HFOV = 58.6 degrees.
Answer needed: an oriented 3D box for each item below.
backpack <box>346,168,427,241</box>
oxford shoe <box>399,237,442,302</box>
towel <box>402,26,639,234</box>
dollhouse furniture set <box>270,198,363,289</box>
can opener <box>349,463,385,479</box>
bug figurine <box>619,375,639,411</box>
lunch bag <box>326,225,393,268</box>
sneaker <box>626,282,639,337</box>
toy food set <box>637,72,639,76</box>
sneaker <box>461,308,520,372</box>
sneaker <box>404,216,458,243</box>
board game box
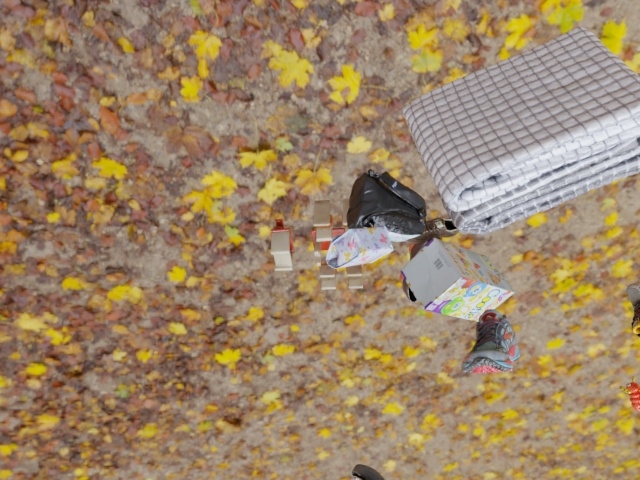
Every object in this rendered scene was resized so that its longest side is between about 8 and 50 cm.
[{"bbox_3d":[0.155,-0.067,1.320,0.182,0.151,0.115,17,169,-23],"label":"backpack"},{"bbox_3d":[0.313,0.079,1.720,0.097,0.098,0.271,1,137,-8],"label":"oxford shoe"},{"bbox_3d":[0.279,-0.150,0.784,0.284,0.234,0.121,-23,132,11],"label":"towel"},{"bbox_3d":[0.000,0.000,1.535,0.260,0.135,0.261,-3,137,4],"label":"dollhouse furniture set"},{"bbox_3d":[0.206,0.679,1.485,0.284,0.095,0.075,26,138,12],"label":"can opener"},{"bbox_3d":[0.940,0.499,1.591,0.072,0.216,0.279,-17,172,4],"label":"bug figurine"},{"bbox_3d":[0.055,0.012,0.865,0.071,0.053,0.083,-7,160,-35],"label":"lunch bag"},{"bbox_3d":[0.900,0.212,1.569,0.093,0.225,0.088,-3,138,-5],"label":"sneaker"},{"bbox_3d":[0.552,-0.268,0.884,0.105,0.232,0.111,28,133,-9],"label":"toy food set"},{"bbox_3d":[0.358,0.213,1.228,0.104,0.125,0.262,-10,175,24],"label":"sneaker"},{"bbox_3d":[0.305,-0.039,1.565,0.189,0.066,0.071,-8,157,-21],"label":"sneaker"},{"bbox_3d":[0.378,0.114,1.569,0.275,0.144,0.142,16,126,-42],"label":"board game box"}]
